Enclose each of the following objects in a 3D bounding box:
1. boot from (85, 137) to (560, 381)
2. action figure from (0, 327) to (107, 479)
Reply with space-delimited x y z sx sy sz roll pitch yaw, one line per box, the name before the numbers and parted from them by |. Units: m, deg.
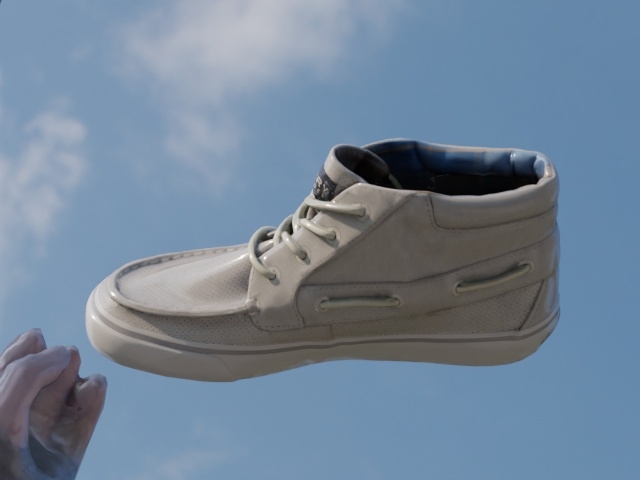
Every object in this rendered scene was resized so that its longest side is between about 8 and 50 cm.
boot | 0.000 0.000 0.899 0.258 0.095 0.123 -3 -54 -2
action figure | -0.066 0.169 0.285 0.370 0.276 0.248 29 0 4
